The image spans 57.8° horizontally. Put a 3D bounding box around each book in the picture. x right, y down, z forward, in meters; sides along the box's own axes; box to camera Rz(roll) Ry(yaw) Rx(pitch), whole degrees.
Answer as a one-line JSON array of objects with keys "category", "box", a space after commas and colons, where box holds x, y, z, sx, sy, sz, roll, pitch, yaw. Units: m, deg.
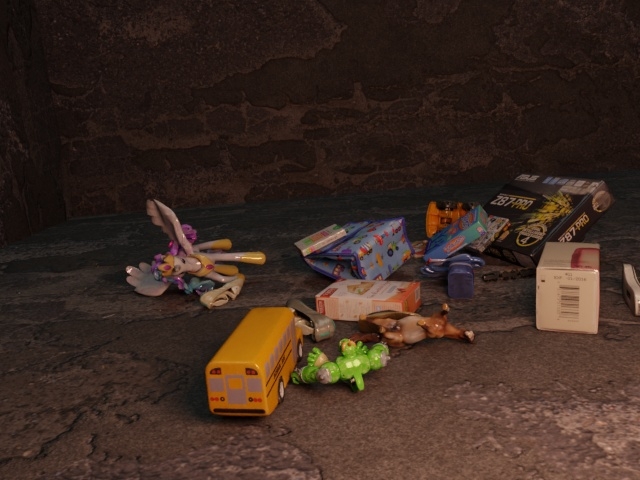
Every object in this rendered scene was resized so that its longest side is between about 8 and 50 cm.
[{"category": "book", "box": [0.000, 0.000, 1.763, 0.144, 0.035, 0.096, -27, 16, -10]}]

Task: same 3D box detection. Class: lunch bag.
[{"category": "lunch bag", "box": [0.372, 0.104, 1.534, 0.067, 0.098, 0.065, 0, 32, 15]}, {"category": "lunch bag", "box": [0.097, 0.027, 1.772, 0.221, 0.138, 0.293, -36, 27, -32]}]

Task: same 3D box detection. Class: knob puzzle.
[{"category": "knob puzzle", "box": [0.378, 0.024, 2.020, 0.214, 0.029, 0.213, -5, 13, 1]}]

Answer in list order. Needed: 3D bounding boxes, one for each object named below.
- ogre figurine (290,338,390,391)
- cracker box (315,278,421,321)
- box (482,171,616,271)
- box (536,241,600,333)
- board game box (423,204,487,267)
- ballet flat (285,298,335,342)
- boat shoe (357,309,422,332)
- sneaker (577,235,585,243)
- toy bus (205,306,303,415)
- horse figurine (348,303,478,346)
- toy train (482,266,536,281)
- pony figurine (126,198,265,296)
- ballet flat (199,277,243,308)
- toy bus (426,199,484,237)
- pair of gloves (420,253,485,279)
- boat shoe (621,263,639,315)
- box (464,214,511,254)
[{"category": "ogre figurine", "box": [0.053, 0.237, 1.107, 0.197, 0.096, 0.118, 7, -9, -15]}, {"category": "cracker box", "box": [0.124, 0.152, 1.484, 0.233, 0.067, 0.156, 0, 13, 25]}, {"category": "box", "box": [0.665, -0.069, 1.835, 0.318, 0.097, 0.395, -42, 20, -7]}, {"category": "box", "box": [0.575, 0.102, 1.337, 0.127, 0.148, 0.232, 1, 15, 26]}, {"category": "board game box", "box": [0.431, -0.015, 1.848, 0.210, 0.047, 0.160, -36, 8, 26]}, {"category": "ballet flat", "box": [-0.047, 0.189, 1.388, 0.068, 0.072, 0.213, -18, 18, -30]}, {"category": "boat shoe", "box": [0.165, 0.184, 1.355, 0.153, 0.056, 0.049, -2, 18, 14]}, {"category": "sneaker", "box": [0.716, -0.016, 1.938, 0.131, 0.112, 0.319, -30, 18, -25]}, {"category": "toy bus", "box": [-0.116, 0.224, 1.128, 0.108, 0.130, 0.332, -3, 13, 10]}, {"category": "horse figurine", "box": [0.186, 0.187, 1.223, 0.264, 0.066, 0.174, -12, -24, 18]}, {"category": "toy train", "box": [0.537, 0.096, 1.652, 0.159, 0.027, 0.036, -7, 2, -5]}, {"category": "pony figurine", "box": [-0.412, 0.049, 1.809, 0.364, 0.302, 0.351, 3, 12, -46]}, {"category": "ballet flat", "box": [-0.276, 0.159, 1.684, 0.052, 0.057, 0.168, 35, 37, 27]}, {"category": "toy bus", "box": [0.529, -0.065, 2.153, 0.221, 0.149, 0.212, 5, 1, 31]}, {"category": "pair of gloves", "box": [0.365, 0.073, 1.615, 0.160, 0.023, 0.198, 2, -21, 1]}, {"category": "boat shoe", "box": [0.761, 0.118, 1.371, 0.070, 0.077, 0.219, -2, 21, 18]}, {"category": "box", "box": [0.520, -0.018, 1.817, 0.137, 0.027, 0.094, -45, 22, -7]}]
